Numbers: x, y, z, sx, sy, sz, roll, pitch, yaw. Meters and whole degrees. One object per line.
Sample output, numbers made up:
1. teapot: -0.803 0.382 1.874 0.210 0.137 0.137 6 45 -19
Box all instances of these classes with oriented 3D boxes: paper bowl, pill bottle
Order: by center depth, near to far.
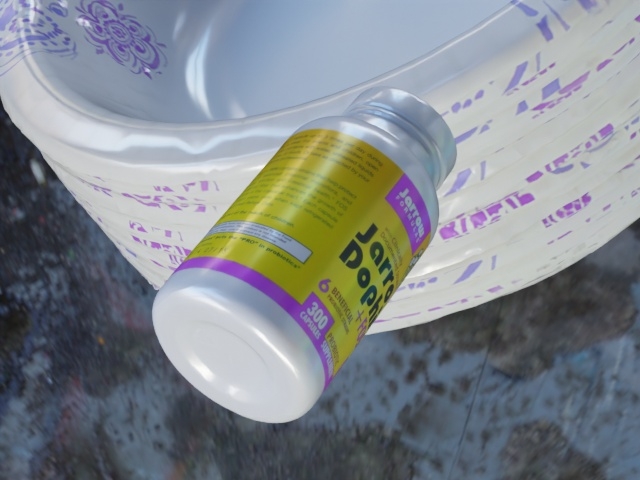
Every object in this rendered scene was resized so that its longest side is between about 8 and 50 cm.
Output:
1. pill bottle: 0.000 0.000 0.351 0.043 0.043 0.083 31 55 9
2. paper bowl: 0.033 -0.087 0.554 0.284 0.148 0.284 -17 45 17
